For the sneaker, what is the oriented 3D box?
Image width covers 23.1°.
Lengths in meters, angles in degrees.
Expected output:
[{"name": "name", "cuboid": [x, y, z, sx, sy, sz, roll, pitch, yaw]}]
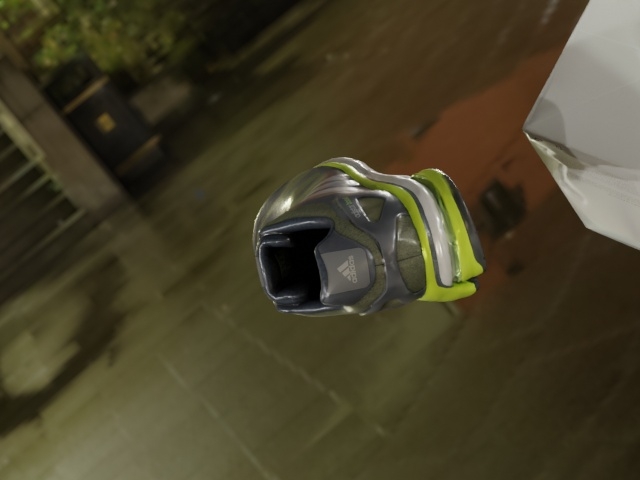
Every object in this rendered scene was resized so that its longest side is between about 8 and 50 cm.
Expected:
[{"name": "sneaker", "cuboid": [0.000, 0.000, 1.146, 0.121, 0.111, 0.300, -14, 4, -21]}]

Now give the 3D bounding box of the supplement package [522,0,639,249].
[{"name": "supplement package", "cuboid": [0.298, -0.076, 1.227, 0.194, 0.203, 0.149, 25, 80, 31]}]
